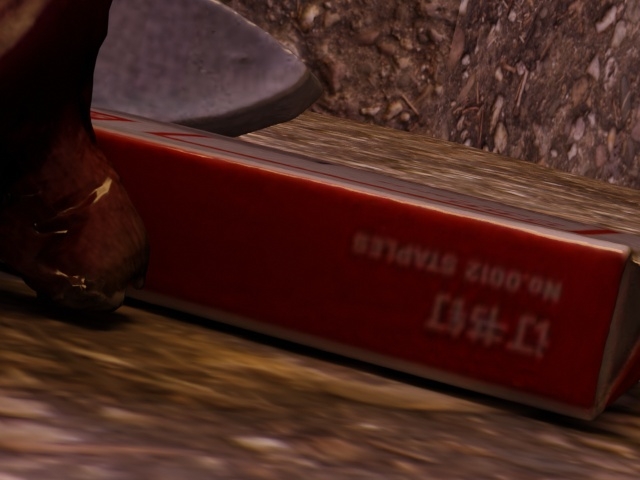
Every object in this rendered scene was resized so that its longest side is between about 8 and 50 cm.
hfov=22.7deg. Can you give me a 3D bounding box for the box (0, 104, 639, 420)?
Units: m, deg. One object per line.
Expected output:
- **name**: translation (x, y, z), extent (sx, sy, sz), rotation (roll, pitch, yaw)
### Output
- **box**: translation (0.000, 0.001, 0.498), extent (0.229, 0.050, 0.123), rotation (14, 6, 18)

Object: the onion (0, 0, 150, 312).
- **onion**: translation (-0.126, -0.056, 0.418), extent (0.135, 0.173, 0.198), rotation (3, -47, 53)

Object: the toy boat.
- **toy boat**: translation (-0.162, -0.116, 1.118), extent (0.276, 0.111, 0.293), rotation (9, -6, -23)
